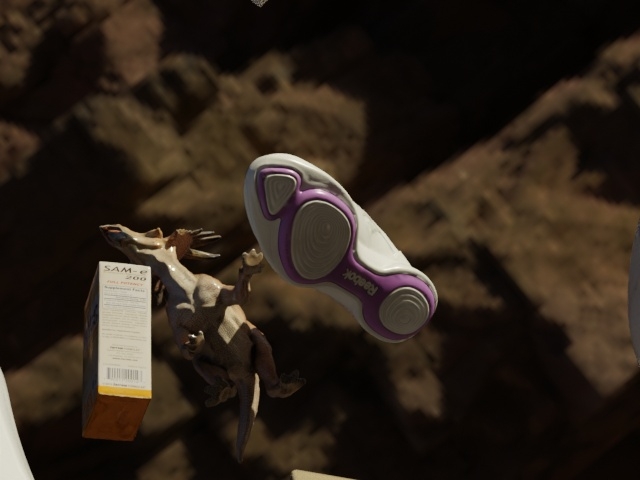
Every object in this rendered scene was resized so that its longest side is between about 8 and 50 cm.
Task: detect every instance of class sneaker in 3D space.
[{"bbox_3d":[0.000,0.000,2.126,0.114,0.152,0.305,-44,-50,0],"label":"sneaker"}]

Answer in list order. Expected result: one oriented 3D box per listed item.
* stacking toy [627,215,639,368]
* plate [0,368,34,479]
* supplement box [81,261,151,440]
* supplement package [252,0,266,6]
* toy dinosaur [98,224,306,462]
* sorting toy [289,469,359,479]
[{"bbox_3d":[0.479,0.049,1.280,0.350,0.480,0.350,-50,24,32],"label":"stacking toy"},{"bbox_3d":[-0.409,0.171,1.776,0.277,0.278,0.045,1,-62,-20],"label":"plate"},{"bbox_3d":[-0.132,0.071,1.248,0.036,0.098,0.062,6,-35,-14],"label":"supplement box"},{"bbox_3d":[-0.032,-0.433,2.066,0.293,0.175,0.177,-48,-10,-21],"label":"supplement package"},{"bbox_3d":[-0.124,0.096,2.218,0.127,0.295,0.200,-28,20,-14],"label":"toy dinosaur"},{"bbox_3d":[0.109,0.347,1.883,0.307,0.229,0.041,13,-38,-24],"label":"sorting toy"}]
